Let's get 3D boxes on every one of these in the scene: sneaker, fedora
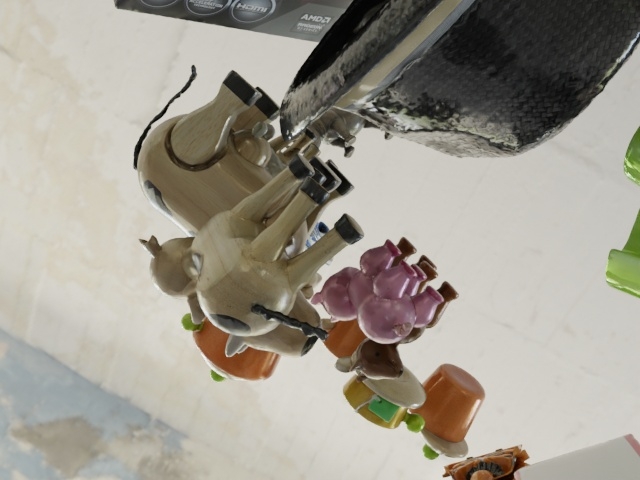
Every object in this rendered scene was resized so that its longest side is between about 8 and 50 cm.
[{"bbox_3d":[0.000,0.000,1.757,0.052,0.058,0.135,34,-7,30],"label":"sneaker"},{"bbox_3d":[0.119,-0.152,0.684,0.152,0.334,0.334,40,-42,-11],"label":"fedora"}]

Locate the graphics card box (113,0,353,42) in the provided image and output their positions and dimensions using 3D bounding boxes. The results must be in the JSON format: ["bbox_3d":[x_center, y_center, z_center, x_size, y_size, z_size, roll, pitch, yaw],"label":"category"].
[{"bbox_3d":[-0.009,-0.326,0.803,0.233,0.094,0.371,2,-31,-35],"label":"graphics card box"}]

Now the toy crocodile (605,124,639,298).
[{"bbox_3d":[0.300,-0.105,0.656,0.115,0.105,0.340,41,-74,38],"label":"toy crocodile"}]

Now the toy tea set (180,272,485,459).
[{"bbox_3d":[0.011,0.139,1.043,0.336,0.200,0.124,35,-72,8],"label":"toy tea set"}]

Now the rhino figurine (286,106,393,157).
[{"bbox_3d":[0.027,-0.206,1.812,0.106,0.243,0.073,50,-37,22],"label":"rhino figurine"}]

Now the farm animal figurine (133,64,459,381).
[{"bbox_3d":[-0.050,0.005,0.798,0.326,0.172,0.330,50,8,27],"label":"farm animal figurine"}]

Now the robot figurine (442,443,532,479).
[{"bbox_3d":[0.204,0.319,1.190,0.211,0.291,0.085,-19,-92,13],"label":"robot figurine"}]

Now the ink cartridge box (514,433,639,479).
[{"bbox_3d":[0.283,0.349,0.848,0.131,0.226,0.306,-22,-90,6],"label":"ink cartridge box"}]
